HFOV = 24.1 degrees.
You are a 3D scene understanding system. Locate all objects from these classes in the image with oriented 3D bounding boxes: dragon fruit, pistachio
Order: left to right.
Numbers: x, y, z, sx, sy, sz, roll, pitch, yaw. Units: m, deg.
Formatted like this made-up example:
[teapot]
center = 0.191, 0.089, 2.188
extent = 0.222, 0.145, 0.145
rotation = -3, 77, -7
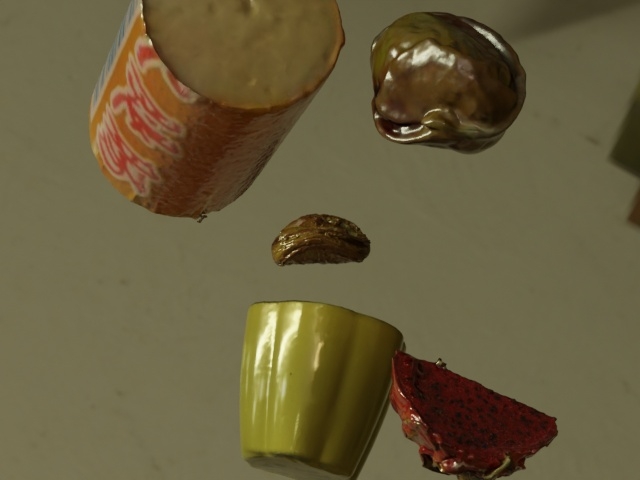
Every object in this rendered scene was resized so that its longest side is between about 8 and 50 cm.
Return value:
[pistachio]
center = 0.120, -0.170, 1.550
extent = 0.165, 0.210, 0.130
rotation = -33, -45, -11
[dragon fruit]
center = 0.116, 0.176, 1.305
extent = 0.083, 0.162, 0.106
rotation = -60, 4, 31

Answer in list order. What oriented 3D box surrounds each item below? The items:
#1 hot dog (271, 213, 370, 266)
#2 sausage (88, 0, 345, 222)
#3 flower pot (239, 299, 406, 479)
[hot dog]
center = 0.000, 0.003, 2.191
extent = 0.099, 0.147, 0.065
rotation = -81, -13, -71
[sausage]
center = -0.128, -0.185, 1.689
extent = 0.233, 0.233, 0.287
rotation = -45, -2, -32
[flower pot]
center = -0.010, 0.181, 1.720
extent = 0.195, 0.195, 0.179
rotation = 69, -149, -66
